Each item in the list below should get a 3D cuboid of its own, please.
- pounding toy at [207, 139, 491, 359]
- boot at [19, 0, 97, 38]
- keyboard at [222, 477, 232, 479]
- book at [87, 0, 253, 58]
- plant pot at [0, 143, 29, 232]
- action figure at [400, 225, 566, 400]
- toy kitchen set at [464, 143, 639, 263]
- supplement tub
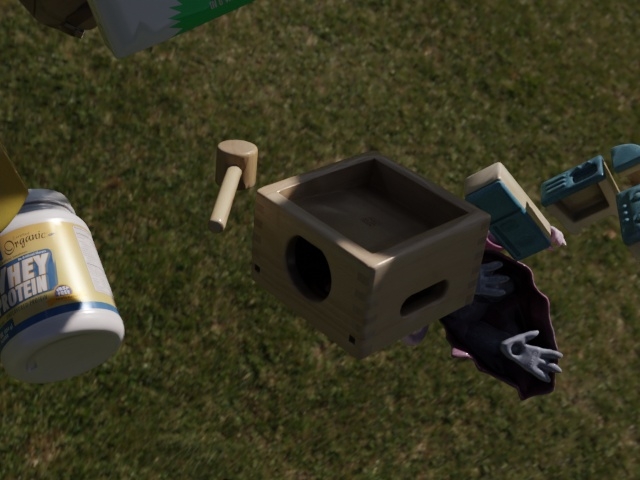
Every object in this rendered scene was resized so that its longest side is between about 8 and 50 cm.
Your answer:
[{"bbox_3d":[-0.011,0.000,0.734,0.181,0.094,0.206,-22,41,-37],"label":"pounding toy"},{"bbox_3d":[-0.211,-0.216,0.784,0.087,0.118,0.042,33,60,-24],"label":"boot"},{"bbox_3d":[-0.110,0.301,0.792,0.033,0.202,0.317,22,11,-2],"label":"keyboard"},{"bbox_3d":[-0.056,-0.148,0.329,0.096,0.144,0.035,-28,38,-14],"label":"book"},{"bbox_3d":[-0.275,-0.044,0.726,0.083,0.081,0.081,-31,41,-13],"label":"plant pot"},{"bbox_3d":[0.217,0.102,1.361,0.275,0.370,0.248,-1,98,-3],"label":"action figure"},{"bbox_3d":[0.280,-0.025,1.076,0.122,0.207,0.166,45,34,-26],"label":"toy kitchen set"},{"bbox_3d":[-0.330,0.053,1.130,0.144,0.144,0.200,-12,62,-29],"label":"supplement tub"}]
